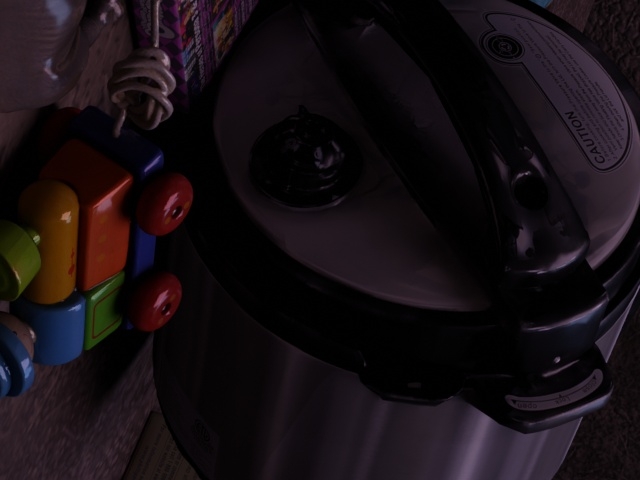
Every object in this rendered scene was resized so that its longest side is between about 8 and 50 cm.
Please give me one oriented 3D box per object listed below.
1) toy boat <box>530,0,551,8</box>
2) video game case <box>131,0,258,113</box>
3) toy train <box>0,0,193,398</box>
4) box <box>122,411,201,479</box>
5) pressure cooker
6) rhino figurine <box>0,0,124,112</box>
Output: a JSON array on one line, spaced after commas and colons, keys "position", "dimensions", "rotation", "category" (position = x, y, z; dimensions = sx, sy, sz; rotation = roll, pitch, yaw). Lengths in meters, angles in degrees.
[{"position": [0.215, -0.248, 2.069], "dimensions": [0.267, 0.148, 0.318], "rotation": [140, -43, -83], "category": "toy boat"}, {"position": [-0.065, -0.231, 1.277], "dimensions": [0.232, 0.042, 0.210], "rotation": [89, 25, -62], "category": "video game case"}, {"position": [-0.158, -0.020, 1.140], "dimensions": [0.143, 0.105, 0.248], "rotation": [-40, 153, -39], "category": "toy train"}, {"position": [-0.048, 0.264, 1.760], "dimensions": [0.213, 0.243, 0.117], "rotation": [49, 64, -76], "category": "box"}, {"position": [0.063, 0.005, 1.440], "dimensions": [0.420, 0.369, 0.375], "rotation": [101, 12, -51], "category": "pressure cooker"}, {"position": [-0.153, -0.156, 0.948], "dimensions": [0.243, 0.073, 0.106], "rotation": [90, 21, -57], "category": "rhino figurine"}]
